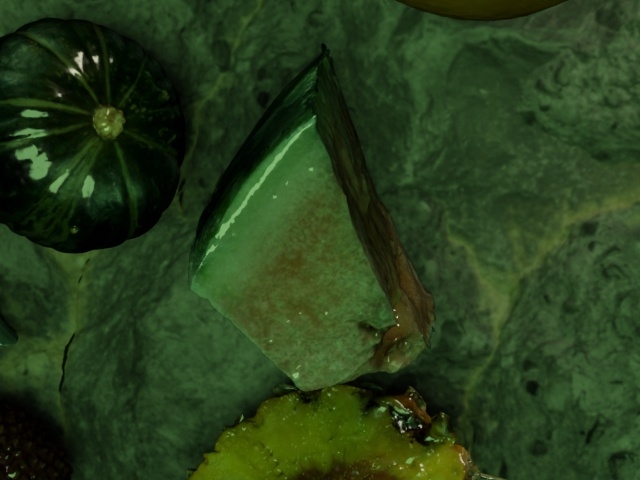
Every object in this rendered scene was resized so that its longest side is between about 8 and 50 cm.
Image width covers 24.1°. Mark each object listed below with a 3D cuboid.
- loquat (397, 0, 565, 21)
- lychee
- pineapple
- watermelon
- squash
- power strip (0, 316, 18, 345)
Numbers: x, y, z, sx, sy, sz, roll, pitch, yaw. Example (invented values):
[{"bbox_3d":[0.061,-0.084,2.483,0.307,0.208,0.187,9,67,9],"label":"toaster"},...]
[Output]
[{"bbox_3d":[0.122,-0.336,1.191,0.329,0.328,0.328,1,106,5],"label":"loquat"},{"bbox_3d":[-0.332,0.242,1.471,0.188,0.188,0.188,1,106,5],"label":"lychee"},{"bbox_3d":[0.013,0.220,1.466,0.335,0.158,0.161,-22,62,13],"label":"pineapple"},{"bbox_3d":[-0.016,-0.001,1.328,0.151,0.264,0.302,-18,106,11],"label":"watermelon"},{"bbox_3d":[-0.225,-0.093,1.358,0.172,0.218,0.218,-26,104,46],"label":"squash"},{"bbox_3d":[-0.345,0.017,1.473,0.137,0.044,0.216,19,106,1],"label":"power strip"}]
